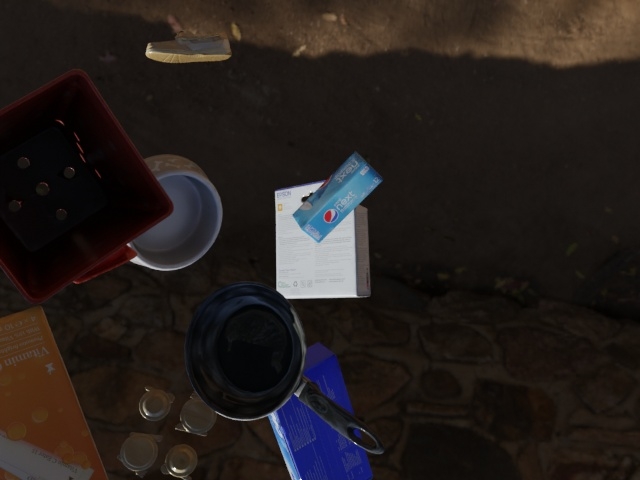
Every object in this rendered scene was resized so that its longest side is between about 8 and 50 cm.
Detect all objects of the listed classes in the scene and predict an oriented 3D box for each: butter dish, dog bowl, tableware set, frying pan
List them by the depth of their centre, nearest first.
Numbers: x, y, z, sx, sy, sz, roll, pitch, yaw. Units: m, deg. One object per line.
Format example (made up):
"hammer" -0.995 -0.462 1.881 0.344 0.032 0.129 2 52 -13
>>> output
"frying pan" -0.047 0.164 0.951 0.326 0.197 0.053 6 175 22
"tableware set" -0.269 0.343 1.202 0.141 0.168 0.020 20 161 -3
"butter dish" -0.509 -0.003 1.472 0.160 0.160 0.118 28 132 35
"dog bowl" -0.443 -0.071 1.971 0.102 0.349 0.348 30 159 48

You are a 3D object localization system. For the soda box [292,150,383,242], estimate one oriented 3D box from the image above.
"soda box" 0.037 -0.098 1.534 0.210 0.071 0.067 -44 127 8

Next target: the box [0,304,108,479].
"box" -0.469 0.306 1.007 0.345 0.215 0.168 63 148 12

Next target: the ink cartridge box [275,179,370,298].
"ink cartridge box" 0.000 0.000 1.923 0.072 0.329 0.324 5 173 -44

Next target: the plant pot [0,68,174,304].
"plant pot" -0.451 -0.086 1.119 0.267 0.267 0.236 59 157 -17

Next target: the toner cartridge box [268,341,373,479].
"toner cartridge box" -0.009 0.407 1.450 0.075 0.165 0.347 28 138 58

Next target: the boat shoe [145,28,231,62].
"boat shoe" -0.263 -0.389 1.341 0.170 0.059 0.063 -7 -179 -25
